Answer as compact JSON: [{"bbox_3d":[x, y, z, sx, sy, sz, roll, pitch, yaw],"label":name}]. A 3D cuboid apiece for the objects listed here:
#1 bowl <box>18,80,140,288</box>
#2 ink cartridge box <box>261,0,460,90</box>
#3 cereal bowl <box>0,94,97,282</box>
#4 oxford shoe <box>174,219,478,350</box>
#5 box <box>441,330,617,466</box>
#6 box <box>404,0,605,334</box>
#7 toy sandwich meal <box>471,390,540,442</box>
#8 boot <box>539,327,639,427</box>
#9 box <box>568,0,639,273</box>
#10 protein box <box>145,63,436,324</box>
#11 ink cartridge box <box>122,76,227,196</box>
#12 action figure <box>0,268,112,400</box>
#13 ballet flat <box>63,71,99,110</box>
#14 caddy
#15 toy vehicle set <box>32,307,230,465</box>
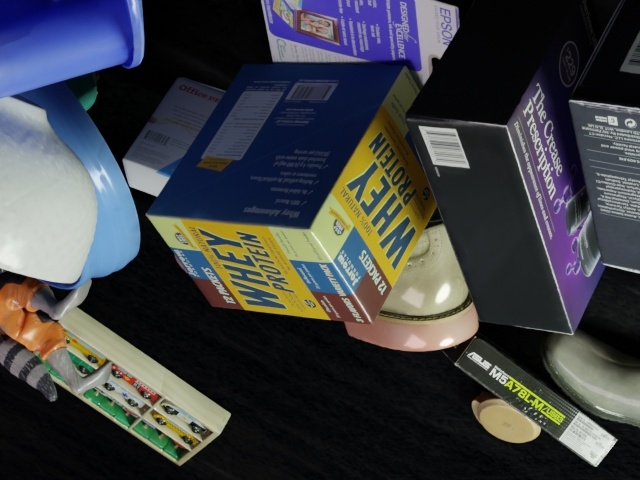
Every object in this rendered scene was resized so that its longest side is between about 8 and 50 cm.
[{"bbox_3d":[-0.357,-0.108,1.926,0.391,0.077,0.391,39,155,22],"label":"bowl"},{"bbox_3d":[0.047,-0.182,1.635,0.208,0.045,0.206,19,147,21],"label":"ink cartridge box"},{"bbox_3d":[-0.352,-0.089,1.616,0.339,0.141,0.339,25,-178,-1],"label":"cereal bowl"},{"bbox_3d":[0.000,0.000,1.870,0.397,0.140,0.147,12,118,36],"label":"oxford shoe"},{"bbox_3d":[0.212,0.155,1.876,0.190,0.045,0.184,36,-176,-8],"label":"box"},{"bbox_3d":[0.185,-0.073,1.543,0.103,0.184,0.261,6,140,29],"label":"box"},{"bbox_3d":[0.218,0.203,2.035,0.085,0.029,0.086,17,142,14],"label":"toy sandwich meal"},{"bbox_3d":[0.363,0.135,1.801,0.246,0.083,0.161,34,135,-5],"label":"boot"},{"bbox_3d":[0.295,-0.088,1.463,0.108,0.153,0.207,12,142,28],"label":"box"},{"bbox_3d":[-0.015,-0.048,1.642,0.199,0.201,0.136,5,142,38],"label":"protein box"},{"bbox_3d":[-0.136,-0.101,1.823,0.088,0.122,0.052,20,150,17],"label":"ink cartridge box"},{"bbox_3d":[-0.444,0.061,2.196,0.330,0.179,0.341,18,158,18],"label":"action figure"},{"bbox_3d":[-0.277,-0.221,1.817,0.077,0.091,0.241,43,149,23],"label":"ballet flat"},{"bbox_3d":[-0.252,-0.282,1.529,0.241,0.179,0.341,82,162,-46],"label":"caddy"},{"bbox_3d":[-0.267,0.203,2.417,0.267,0.035,0.166,35,148,-6],"label":"toy vehicle set"}]
